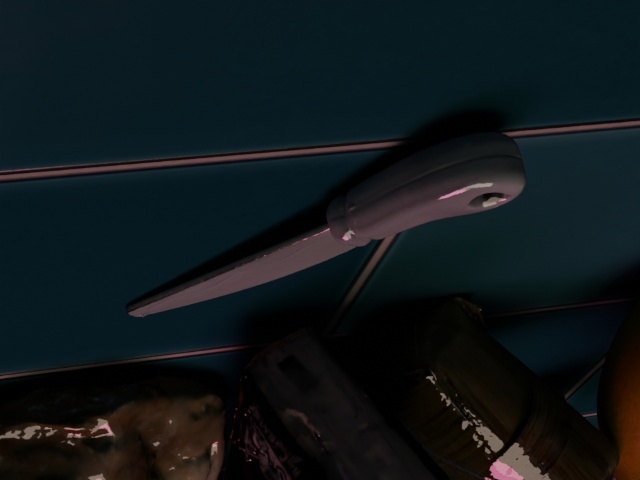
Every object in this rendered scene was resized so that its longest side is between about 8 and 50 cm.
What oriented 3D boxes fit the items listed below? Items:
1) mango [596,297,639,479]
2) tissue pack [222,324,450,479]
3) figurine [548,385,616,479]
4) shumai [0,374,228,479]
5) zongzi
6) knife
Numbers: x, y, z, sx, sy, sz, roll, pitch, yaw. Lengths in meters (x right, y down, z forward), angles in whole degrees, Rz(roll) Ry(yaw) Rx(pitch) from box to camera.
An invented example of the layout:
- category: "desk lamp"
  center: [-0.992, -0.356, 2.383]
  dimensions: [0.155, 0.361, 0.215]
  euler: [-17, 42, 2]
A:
- category: "mango"
  center: [0.337, 0.140, 1.480]
  dimensions: [0.211, 0.173, 0.317]
  euler: [-53, 145, -15]
- category: "tissue pack"
  center: [0.017, 0.238, 1.387]
  dimensions: [0.123, 0.245, 0.332]
  euler: [-30, 156, -23]
- category: "figurine"
  center: [0.192, 0.241, 1.646]
  dimensions: [0.276, 0.200, 0.133]
  euler: [6, 149, 27]
- category: "shumai"
  center: [-0.197, 0.281, 1.399]
  dimensions: [0.304, 0.263, 0.309]
  euler: [-19, 157, 14]
- category: "zongzi"
  center: [0.108, 0.178, 1.444]
  dimensions: [0.221, 0.112, 0.242]
  euler: [41, 136, -12]
- category: "knife"
  center: [0.002, 0.000, 1.164]
  dimensions: [0.331, 0.044, 0.080]
  euler: [-24, 163, 35]
